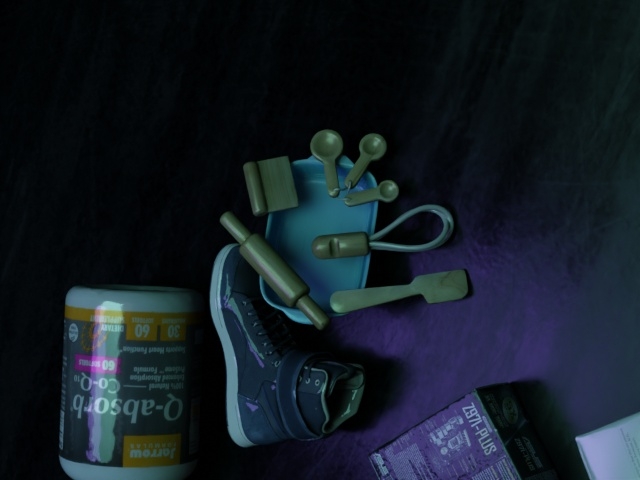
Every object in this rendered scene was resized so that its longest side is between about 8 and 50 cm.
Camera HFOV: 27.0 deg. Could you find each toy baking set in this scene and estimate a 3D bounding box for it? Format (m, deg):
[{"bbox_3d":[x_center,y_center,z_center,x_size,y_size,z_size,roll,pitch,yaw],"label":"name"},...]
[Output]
[{"bbox_3d":[0.025,-0.008,1.381,0.196,0.030,0.256,-37,74,-5],"label":"toy baking set"}]

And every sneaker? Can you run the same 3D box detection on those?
[{"bbox_3d":[-0.033,0.108,1.439,0.163,0.086,0.226,-9,89,41],"label":"sneaker"}]

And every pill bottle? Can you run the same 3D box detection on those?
[{"bbox_3d":[-0.216,0.192,1.526,0.162,0.162,0.279,2,91,35],"label":"pill bottle"}]

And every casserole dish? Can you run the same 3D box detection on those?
[{"bbox_3d":[0.000,0.000,1.416,0.114,0.037,0.188,7,76,7],"label":"casserole dish"}]

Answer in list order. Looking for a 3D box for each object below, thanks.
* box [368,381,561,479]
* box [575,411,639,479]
[{"bbox_3d":[0.155,0.254,1.315,0.147,0.077,0.180,-37,69,29],"label":"box"},{"bbox_3d":[0.302,0.205,1.199,0.087,0.101,0.102,-29,71,31],"label":"box"}]
